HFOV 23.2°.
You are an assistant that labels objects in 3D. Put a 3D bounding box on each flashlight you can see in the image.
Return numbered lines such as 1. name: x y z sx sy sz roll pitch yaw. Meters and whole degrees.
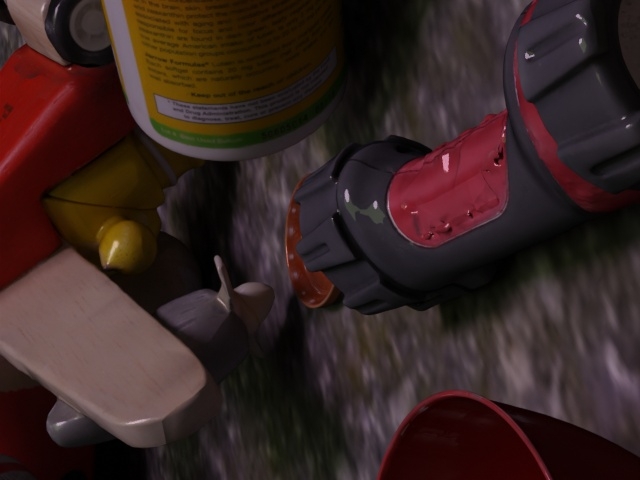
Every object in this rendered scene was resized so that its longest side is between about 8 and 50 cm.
1. flashlight: 0.075 -0.040 0.695 0.304 0.103 0.103 -26 68 62

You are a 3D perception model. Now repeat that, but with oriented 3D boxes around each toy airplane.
1. toy airplane: -0.199 0.015 1.092 0.384 0.272 0.386 -23 49 30

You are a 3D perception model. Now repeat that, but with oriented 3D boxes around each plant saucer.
1. plant saucer: 0.000 0.000 0.963 0.083 0.013 0.084 180 90 -65

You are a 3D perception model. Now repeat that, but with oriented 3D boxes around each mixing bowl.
1. mixing bowl: 0.101 0.151 0.648 0.181 0.098 0.181 180 90 -64

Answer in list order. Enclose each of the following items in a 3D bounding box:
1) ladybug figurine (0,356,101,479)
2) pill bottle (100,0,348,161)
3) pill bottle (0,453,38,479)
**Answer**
1. ladybug figurine: -0.272 0.224 1.333 0.305 0.161 0.449 -106 20 -78
2. pill bottle: -0.060 -0.172 0.849 0.246 0.136 0.136 83 168 -50
3. pill bottle: -0.181 0.296 1.070 0.283 0.161 0.161 42 134 20
